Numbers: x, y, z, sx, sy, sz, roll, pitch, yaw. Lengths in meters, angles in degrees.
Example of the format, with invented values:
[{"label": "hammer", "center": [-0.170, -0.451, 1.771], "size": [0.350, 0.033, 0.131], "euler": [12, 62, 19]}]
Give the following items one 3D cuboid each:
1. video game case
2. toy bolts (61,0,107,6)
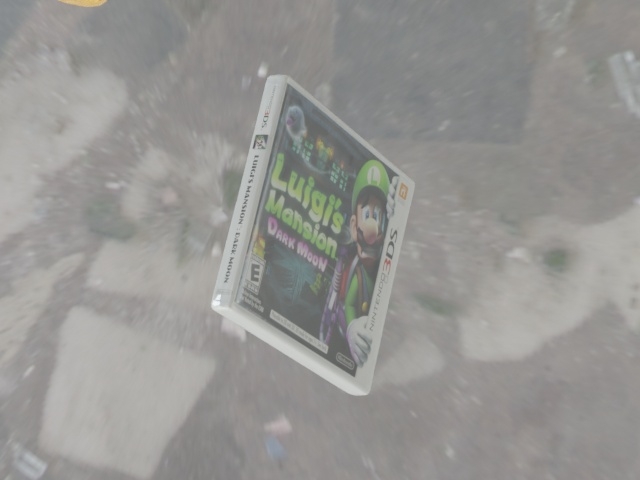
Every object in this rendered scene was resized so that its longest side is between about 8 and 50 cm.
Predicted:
[{"label": "video game case", "center": [0.000, 0.000, 1.344], "size": [0.022, 0.190, 0.173], "euler": [0, 69, 34]}, {"label": "toy bolts", "center": [-0.211, -0.161, 1.098], "size": [0.218, 0.228, 0.158], "euler": [37, 69, -31]}]
